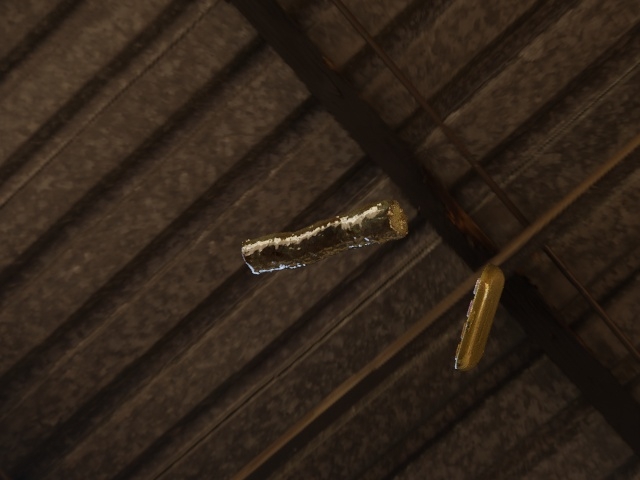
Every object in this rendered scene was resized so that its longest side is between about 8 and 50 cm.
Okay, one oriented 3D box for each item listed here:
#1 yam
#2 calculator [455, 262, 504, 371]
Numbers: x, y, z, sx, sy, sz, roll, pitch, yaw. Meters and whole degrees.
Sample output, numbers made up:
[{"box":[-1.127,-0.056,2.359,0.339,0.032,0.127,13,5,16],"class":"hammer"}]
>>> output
[{"box":[0.000,0.000,1.258,0.253,0.061,0.061,-16,-86,29],"class":"yam"},{"box":[0.223,0.109,1.256,0.033,0.236,0.157,18,-87,15],"class":"calculator"}]
